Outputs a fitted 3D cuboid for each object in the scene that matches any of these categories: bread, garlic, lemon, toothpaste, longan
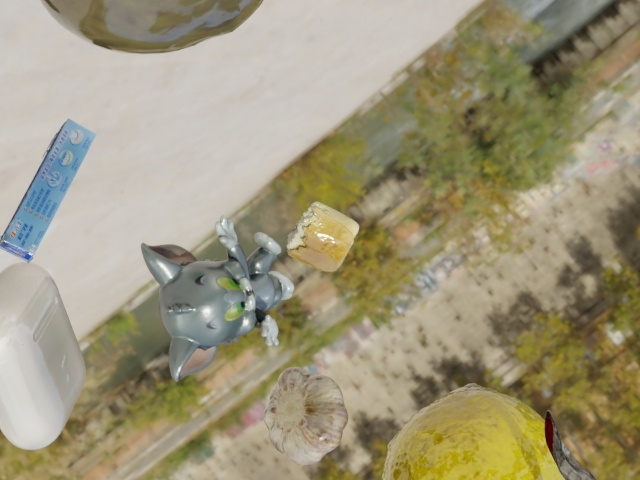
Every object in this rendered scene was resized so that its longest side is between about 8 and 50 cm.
[{"bbox_3d":[0.000,0.000,1.736,0.082,0.106,0.125,-58,-179,-42],"label":"bread"},{"bbox_3d":[-0.020,0.286,1.640,0.147,0.159,0.102,-47,138,9],"label":"garlic"},{"bbox_3d":[0.272,0.431,1.776,0.350,0.350,0.387,133,-31,-58],"label":"lemon"},{"bbox_3d":[-0.493,-0.093,1.829,0.053,0.066,0.272,-29,-144,56],"label":"toothpaste"},{"bbox_3d":[-0.213,-0.395,1.203,0.361,0.361,0.361,-38,174,-4],"label":"longan"}]

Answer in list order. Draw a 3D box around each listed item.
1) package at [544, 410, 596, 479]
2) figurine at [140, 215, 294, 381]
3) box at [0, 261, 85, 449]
[{"bbox_3d":[0.374,0.359,1.402,0.030,0.239,0.154,-25,138,-7],"label":"package"},{"bbox_3d":[-0.132,0.062,1.408,0.140,0.193,0.265,-13,-174,17],"label":"figurine"},{"bbox_3d":[-0.612,0.240,2.119,0.141,0.348,0.288,-5,-150,11],"label":"box"}]
